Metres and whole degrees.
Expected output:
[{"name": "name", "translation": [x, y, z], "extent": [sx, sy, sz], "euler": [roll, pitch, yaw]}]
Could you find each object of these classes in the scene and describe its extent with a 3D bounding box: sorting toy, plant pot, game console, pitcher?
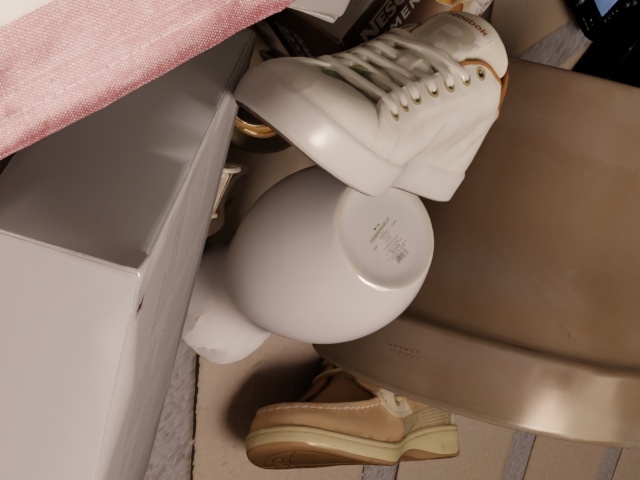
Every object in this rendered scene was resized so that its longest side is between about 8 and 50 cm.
[{"name": "sorting toy", "translation": [-0.081, -0.028, 1.120], "extent": [0.075, 0.045, 0.083], "euler": [-16, 135, -62]}, {"name": "plant pot", "translation": [0.177, -0.006, 1.324], "extent": [0.323, 0.323, 0.280], "euler": [1, 103, -59]}, {"name": "game console", "translation": [0.280, -0.218, 1.484], "extent": [0.213, 0.044, 0.361], "euler": [-54, 153, -2]}, {"name": "pitcher", "translation": [0.000, 0.000, 1.142], "extent": [0.207, 0.125, 0.178], "euler": [-23, -153, 54]}]

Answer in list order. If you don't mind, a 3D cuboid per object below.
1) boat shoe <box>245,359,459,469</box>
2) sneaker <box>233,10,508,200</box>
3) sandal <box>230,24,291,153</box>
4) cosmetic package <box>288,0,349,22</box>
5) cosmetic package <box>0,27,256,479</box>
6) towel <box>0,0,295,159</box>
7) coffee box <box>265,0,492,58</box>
[{"name": "boat shoe", "translation": [0.030, 0.156, 1.457], "extent": [0.341, 0.121, 0.110], "euler": [13, 72, -65]}, {"name": "sneaker", "translation": [0.042, -0.099, 0.958], "extent": [0.123, 0.106, 0.290], "euler": [-56, 164, 12]}, {"name": "sandal", "translation": [-0.042, -0.105, 1.080], "extent": [0.072, 0.049, 0.180], "euler": [-51, 153, -7]}, {"name": "cosmetic package", "translation": [-0.004, -0.261, 0.877], "extent": [0.107, 0.127, 0.238], "euler": [4, 119, -59]}, {"name": "cosmetic package", "translation": [-0.147, 0.081, 0.934], "extent": [0.284, 0.097, 0.377], "euler": [-77, -177, -58]}, {"name": "towel", "translation": [-0.140, -0.183, 0.585], "extent": [0.237, 0.037, 0.329], "euler": [-30, 132, -14]}, {"name": "coffee box", "translation": [0.073, -0.221, 1.077], "extent": [0.246, 0.098, 0.141], "euler": [-51, 153, -6]}]
